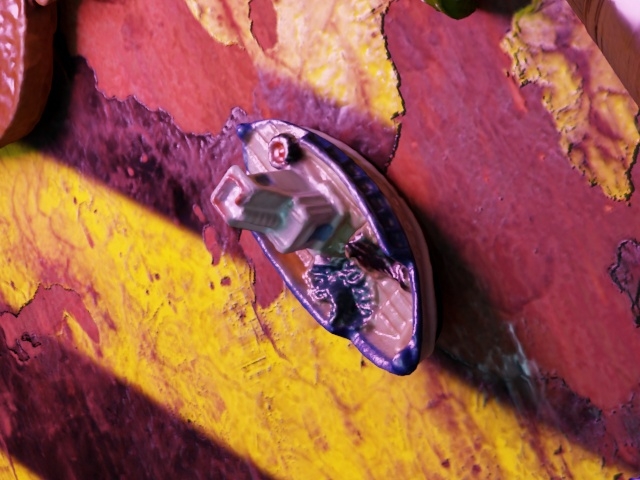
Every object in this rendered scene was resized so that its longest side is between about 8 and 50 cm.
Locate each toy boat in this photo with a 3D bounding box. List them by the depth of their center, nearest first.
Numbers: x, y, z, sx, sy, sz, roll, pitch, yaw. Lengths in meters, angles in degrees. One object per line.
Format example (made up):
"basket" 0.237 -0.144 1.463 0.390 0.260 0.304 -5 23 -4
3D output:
"toy boat" 0.000 0.000 1.022 0.262 0.115 0.114 48 125 19

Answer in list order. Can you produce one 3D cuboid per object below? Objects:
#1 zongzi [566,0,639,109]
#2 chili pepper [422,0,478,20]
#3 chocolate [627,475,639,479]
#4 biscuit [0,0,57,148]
"zongzi" 0.296 -0.190 0.760 0.300 0.138 0.286 -34 63 15
"chili pepper" 0.111 -0.257 0.906 0.072 0.073 0.204 44 124 38
"chocolate" 0.338 0.130 0.804 0.343 0.126 0.148 -45 35 29
"biscuit" -0.352 -0.278 1.259 0.350 0.070 0.394 14 110 33
